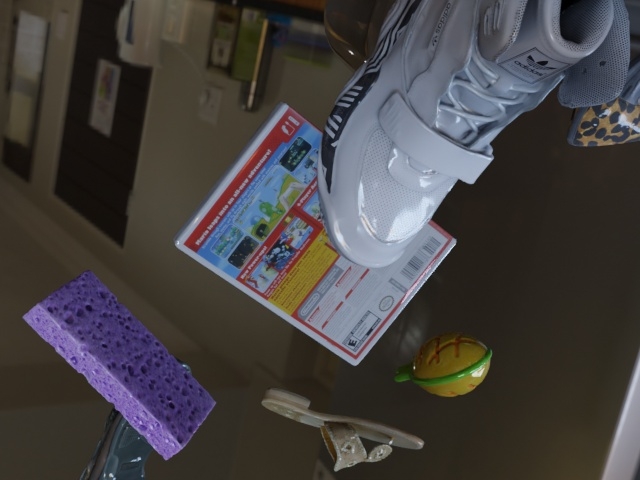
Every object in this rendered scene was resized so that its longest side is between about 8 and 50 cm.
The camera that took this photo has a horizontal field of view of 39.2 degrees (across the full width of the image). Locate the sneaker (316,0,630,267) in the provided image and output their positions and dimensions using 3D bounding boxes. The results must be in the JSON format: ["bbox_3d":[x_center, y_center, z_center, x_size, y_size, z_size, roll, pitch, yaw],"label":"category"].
[{"bbox_3d":[0.124,-0.124,0.770,0.137,0.365,0.210,21,-170,-25],"label":"sneaker"}]

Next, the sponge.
[{"bbox_3d":[-0.207,0.129,0.958,0.210,0.031,0.117,47,-162,-4],"label":"sponge"}]

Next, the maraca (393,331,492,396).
[{"bbox_3d":[0.197,0.201,1.459,0.127,0.099,0.186,-25,-172,-34],"label":"maraca"}]

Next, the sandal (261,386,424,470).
[{"bbox_3d":[0.021,0.289,1.289,0.240,0.079,0.088,18,155,6],"label":"sandal"}]

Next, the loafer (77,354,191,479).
[{"bbox_3d":[-0.267,0.262,1.225,0.084,0.267,0.096,35,-166,36],"label":"loafer"}]

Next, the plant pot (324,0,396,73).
[{"bbox_3d":[0.160,-0.346,1.453,0.323,0.323,0.280,3,-161,-35],"label":"plant pot"}]

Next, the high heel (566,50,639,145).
[{"bbox_3d":[0.417,-0.132,1.156,0.261,0.186,0.093,46,-177,-42],"label":"high heel"}]

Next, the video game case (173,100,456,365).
[{"bbox_3d":[0.000,0.000,1.065,0.285,0.204,0.025,36,-175,-25],"label":"video game case"}]
